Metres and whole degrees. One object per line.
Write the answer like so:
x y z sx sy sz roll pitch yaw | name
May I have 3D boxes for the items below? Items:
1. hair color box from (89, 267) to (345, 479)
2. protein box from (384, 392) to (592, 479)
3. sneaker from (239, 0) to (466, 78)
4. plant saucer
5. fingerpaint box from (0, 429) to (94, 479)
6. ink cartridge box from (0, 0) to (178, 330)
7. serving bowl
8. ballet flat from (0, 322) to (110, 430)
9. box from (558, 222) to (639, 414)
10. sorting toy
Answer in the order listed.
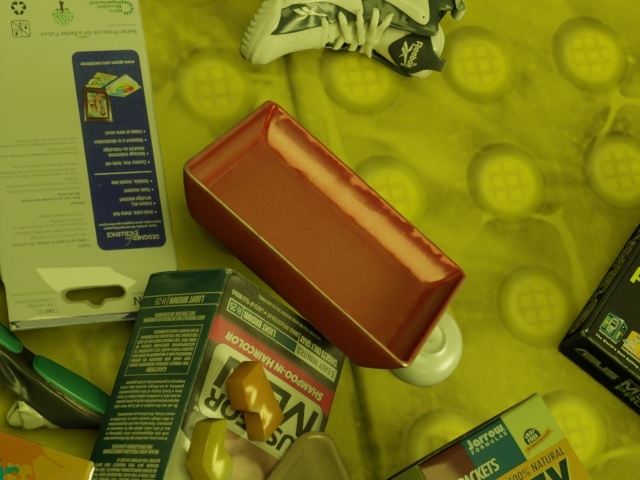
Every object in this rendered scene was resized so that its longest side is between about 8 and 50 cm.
-0.106 0.215 1.622 0.174 0.105 0.347 36 61 -40 | hair color box
0.153 0.269 1.674 0.136 0.201 0.200 -28 82 -24 | protein box
0.046 -0.206 1.859 0.153 0.094 0.235 47 55 11 | sneaker
0.000 0.000 1.734 0.258 0.048 0.259 42 23 0 | plant saucer
-0.394 0.216 1.385 0.371 0.445 0.163 20 68 -11 | fingerpaint box
-0.229 -0.074 1.745 0.165 0.065 0.332 -3 72 -19 | ink cartridge box
0.099 0.094 1.812 0.083 0.027 0.083 6 69 -16 | serving bowl
-0.268 0.119 1.669 0.203 0.074 0.074 37 65 -8 | ballet flat
0.400 0.101 1.888 0.270 0.060 0.216 39 66 -2 | box
-0.033 0.268 1.587 0.229 0.041 0.307 -48 126 -42 | sorting toy
